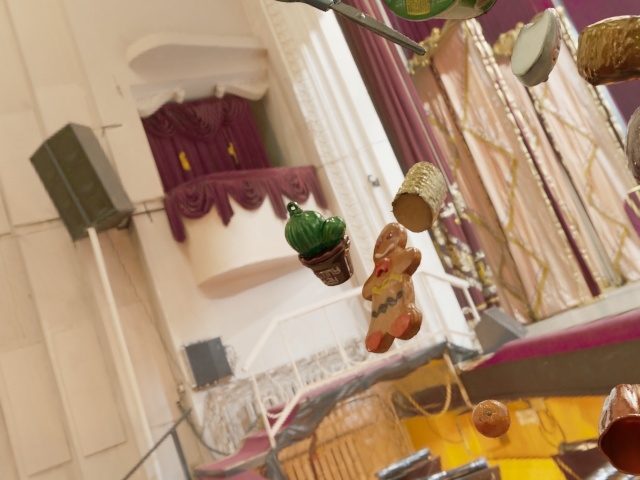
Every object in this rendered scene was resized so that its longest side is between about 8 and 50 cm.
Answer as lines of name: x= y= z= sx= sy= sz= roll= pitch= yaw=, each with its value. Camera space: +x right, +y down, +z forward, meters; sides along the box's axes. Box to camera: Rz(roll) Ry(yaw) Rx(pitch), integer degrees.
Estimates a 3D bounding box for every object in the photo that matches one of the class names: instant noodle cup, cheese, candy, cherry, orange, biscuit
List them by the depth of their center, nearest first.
biscuit: x=0.119 y=0.073 z=1.075 sx=0.036 sy=0.250 sz=0.165 roll=20 pitch=-37 yaw=-23
candy: x=0.594 y=-0.341 z=1.082 sx=0.260 sy=0.117 sz=0.260 roll=-3 pitch=13 yaw=1
instant noodle cup: x=0.250 y=-0.528 z=1.204 sx=0.207 sy=0.207 sz=0.233 roll=-30 pitch=-8 yaw=37
orange: x=0.374 y=0.390 z=1.332 sx=0.084 sy=0.083 sz=0.083 roll=-20 pitch=-12 yaw=-4
cheese: x=0.236 y=-0.102 z=1.444 sx=0.094 sy=0.123 sz=0.167 roll=-19 pitch=22 yaw=33
cherry: x=0.996 y=-0.280 z=1.735 sx=0.218 sy=0.296 sz=0.255 roll=1 pitch=-22 yaw=-3

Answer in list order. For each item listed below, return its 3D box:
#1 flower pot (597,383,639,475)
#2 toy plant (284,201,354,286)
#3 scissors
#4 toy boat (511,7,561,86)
flower pot: x=0.784 y=0.456 z=1.503 sx=0.191 sy=0.190 sz=0.173 roll=-27 pitch=10 yaw=27
toy plant: x=0.000 y=0.000 z=1.268 sx=0.143 sy=0.200 sz=0.105 roll=-14 pitch=25 yaw=37
scissors: x=0.057 y=-0.548 z=1.446 sx=0.192 sy=0.447 sz=0.029 roll=-48 pitch=-15 yaw=-39
toy boat: x=0.552 y=-0.478 z=1.532 sx=0.079 sy=0.207 sz=0.134 roll=24 pitch=-23 yaw=-23
